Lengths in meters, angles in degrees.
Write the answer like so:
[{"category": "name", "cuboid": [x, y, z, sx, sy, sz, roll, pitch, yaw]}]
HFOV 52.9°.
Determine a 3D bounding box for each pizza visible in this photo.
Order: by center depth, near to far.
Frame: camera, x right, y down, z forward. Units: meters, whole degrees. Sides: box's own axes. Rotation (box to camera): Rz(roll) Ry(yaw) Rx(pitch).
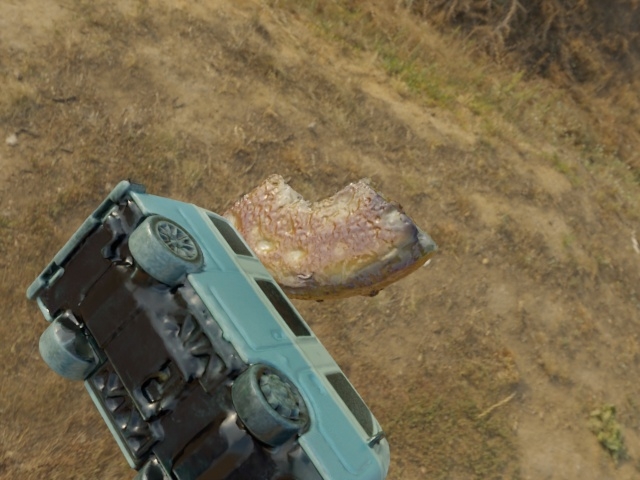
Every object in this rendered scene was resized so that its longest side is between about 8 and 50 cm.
[{"category": "pizza", "cuboid": [0.000, 0.000, 0.826, 0.085, 0.306, 0.161, 40, 55, -63]}]

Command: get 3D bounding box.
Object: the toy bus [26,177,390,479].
[{"category": "toy bus", "cuboid": [-0.068, 0.101, 0.471, 0.271, 0.133, 0.165, 52, 17, 19]}]
